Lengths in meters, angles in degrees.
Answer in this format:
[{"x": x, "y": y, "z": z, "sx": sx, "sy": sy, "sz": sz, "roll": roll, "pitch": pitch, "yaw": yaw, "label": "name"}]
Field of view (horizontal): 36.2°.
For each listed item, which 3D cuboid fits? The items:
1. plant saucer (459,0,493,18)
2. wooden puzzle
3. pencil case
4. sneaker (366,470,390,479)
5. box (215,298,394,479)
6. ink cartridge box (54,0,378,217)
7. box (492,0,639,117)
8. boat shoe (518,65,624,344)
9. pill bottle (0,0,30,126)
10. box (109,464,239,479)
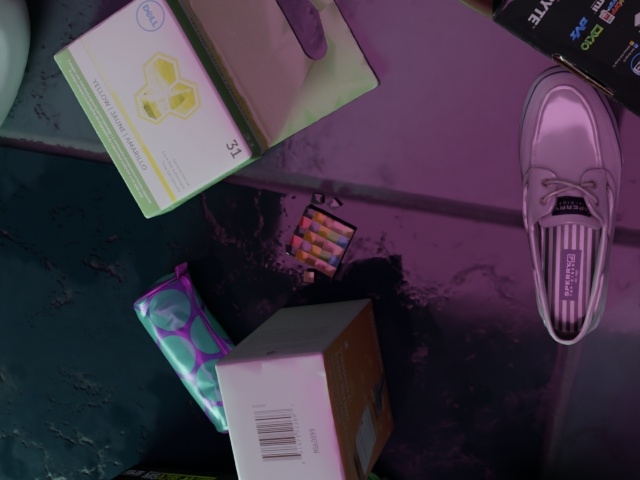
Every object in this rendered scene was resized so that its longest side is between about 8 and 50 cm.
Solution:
[{"x": 0.183, "y": -0.289, "z": 0.702, "sx": 0.278, "sy": 0.041, "sz": 0.277, "roll": -3, "pitch": 124, "yaw": -5, "label": "plant saucer"}, {"x": 0.000, "y": 0.000, "z": 0.886, "sx": 0.049, "sy": 0.006, "sz": 0.083, "roll": 28, "pitch": 107, "yaw": 8, "label": "wooden puzzle"}, {"x": -0.108, "y": 0.099, "z": 0.906, "sx": 0.070, "sy": 0.064, "sz": 0.151, "roll": -34, "pitch": 92, "yaw": 35, "label": "pencil case"}, {"x": 0.054, "y": 0.350, "z": 0.875, "sx": 0.134, "sy": 0.146, "sz": 0.343, "roll": -30, "pitch": 92, "yaw": 19, "label": "sneaker"}, {"x": -0.007, "y": 0.134, "z": 0.830, "sx": 0.091, "sy": 0.170, "sz": 0.130, "roll": -8, "pitch": 100, "yaw": 18, "label": "box"}, {"x": -0.093, "y": -0.148, "z": 0.856, "sx": 0.235, "sy": 0.056, "sz": 0.171, "roll": -28, "pitch": 93, "yaw": 21, "label": "ink cartridge box"}, {"x": 0.318, "y": -0.199, "z": 0.665, "sx": 0.293, "sy": 0.073, "sz": 0.295, "roll": 31, "pitch": 116, "yaw": -6, "label": "box"}, {"x": 0.205, "y": -0.026, "z": 0.790, "sx": 0.083, "sy": 0.076, "sz": 0.226, "roll": -6, "pitch": 100, "yaw": 16, "label": "boat shoe"}, {"x": -0.482, "y": -0.220, "z": 0.850, "sx": 0.408, "sy": 0.229, "sz": 0.229, "roll": 29, "pitch": 107, "yaw": 7, "label": "pill bottle"}, {"x": -0.110, "y": 0.308, "z": 0.921, "sx": 0.184, "sy": 0.045, "sz": 0.190, "roll": -11, "pitch": 99, "yaw": 44, "label": "box"}]
